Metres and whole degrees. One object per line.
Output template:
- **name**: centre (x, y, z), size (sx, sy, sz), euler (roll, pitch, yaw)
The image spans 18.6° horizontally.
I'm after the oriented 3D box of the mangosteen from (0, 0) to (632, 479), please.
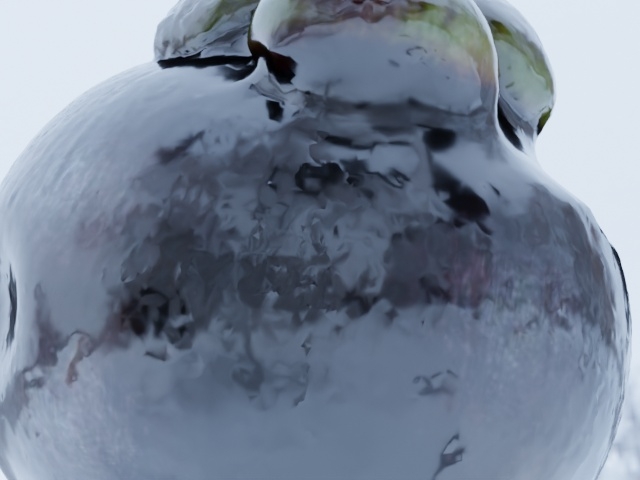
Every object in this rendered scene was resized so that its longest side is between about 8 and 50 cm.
- **mangosteen**: centre (0.000, 0.000, 0.767), size (0.275, 0.302, 0.275), euler (13, -1, 0)
